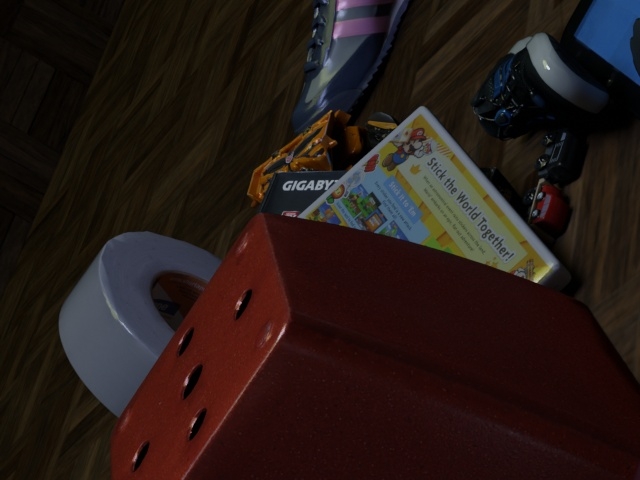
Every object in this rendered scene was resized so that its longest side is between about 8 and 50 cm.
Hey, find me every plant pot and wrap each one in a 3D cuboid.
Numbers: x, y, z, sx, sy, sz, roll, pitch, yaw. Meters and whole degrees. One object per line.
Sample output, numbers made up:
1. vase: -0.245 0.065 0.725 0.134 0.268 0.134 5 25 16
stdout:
1. plant pot: 0.020 0.134 1.023 0.267 0.236 0.267 -56 17 13

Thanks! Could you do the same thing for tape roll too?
1. tape roll: -0.119 0.091 1.522 0.072 0.219 0.219 -52 19 25

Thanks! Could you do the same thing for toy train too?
1. toy train: 0.161 -0.018 1.231 0.036 0.027 0.158 -20 41 49

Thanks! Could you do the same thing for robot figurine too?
1. robot figurine: 0.000 0.000 1.512 0.211 0.085 0.291 -37 34 28

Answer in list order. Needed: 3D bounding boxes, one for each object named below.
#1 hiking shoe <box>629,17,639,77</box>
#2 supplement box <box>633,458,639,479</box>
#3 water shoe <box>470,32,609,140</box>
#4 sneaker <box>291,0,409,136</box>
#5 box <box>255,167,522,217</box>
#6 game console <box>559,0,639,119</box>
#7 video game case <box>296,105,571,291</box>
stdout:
1. hiking shoe: 0.317 -0.159 0.935 0.304 0.113 0.132 -48 50 16
2. supplement box: 0.222 0.080 0.811 0.130 0.073 0.239 -25 39 62
3. water shoe: 0.157 -0.102 1.271 0.080 0.073 0.203 -46 3 5
4. sneaker: 0.021 -0.259 1.847 0.319 0.131 0.112 -65 18 -14
5. box: 0.030 0.029 1.325 0.220 0.051 0.175 1 59 39
6. game console: 0.220 -0.246 1.206 0.173 0.250 0.293 -32 20 2
7. video game case: 0.049 0.029 1.243 0.206 0.026 0.227 -42 39 7
